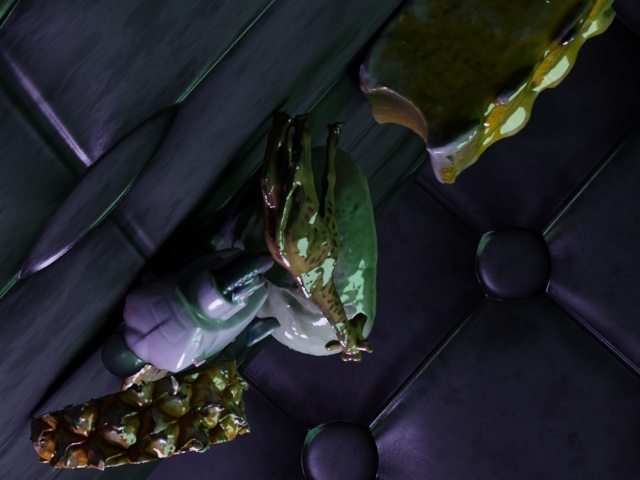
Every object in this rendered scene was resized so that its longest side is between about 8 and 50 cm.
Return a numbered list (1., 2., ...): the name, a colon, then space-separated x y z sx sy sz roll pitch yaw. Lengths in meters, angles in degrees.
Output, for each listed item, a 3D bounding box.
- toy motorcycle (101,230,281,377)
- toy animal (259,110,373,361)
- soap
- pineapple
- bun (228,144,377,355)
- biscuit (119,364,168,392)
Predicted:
1. toy motorcycle: -0.129 0.071 1.681 0.171 0.110 0.260 -30 177 -17
2. toy animal: -0.003 0.004 1.626 0.054 0.275 0.149 -3 -156 21
3. soap: 0.181 -0.209 1.853 0.293 0.156 0.335 -46 175 3
4. pineapple: -0.146 0.165 1.686 0.233 0.079 0.135 -14 176 -31
5. bun: -0.021 0.011 1.804 0.127 0.212 0.204 -4 -172 -17
6. biscuit: -0.152 0.097 2.018 0.220 0.033 0.220 -50 175 -6
